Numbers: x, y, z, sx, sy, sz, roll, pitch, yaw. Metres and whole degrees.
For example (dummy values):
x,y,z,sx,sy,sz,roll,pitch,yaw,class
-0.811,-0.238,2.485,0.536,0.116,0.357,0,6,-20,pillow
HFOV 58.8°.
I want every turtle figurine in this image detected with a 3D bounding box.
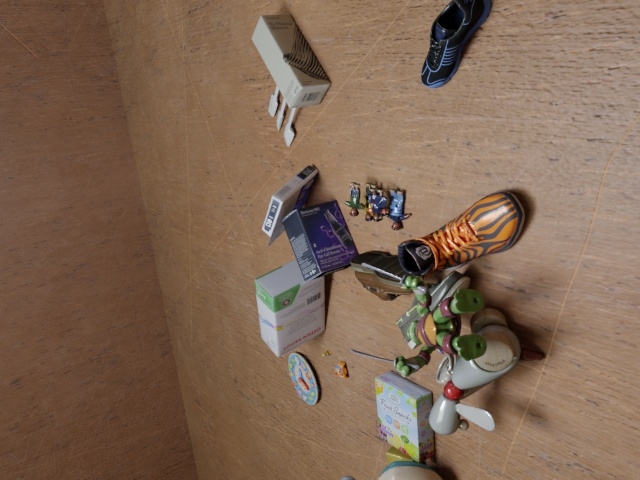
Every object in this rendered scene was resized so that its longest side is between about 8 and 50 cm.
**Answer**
x,y,z,sx,sy,sz,roll,pitch,yaw,class
0.205,0.180,1.200,0.275,0.197,0.266,38,156,-12,turtle figurine

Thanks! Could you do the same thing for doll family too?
x,y,z,sx,sy,sz,roll,pitch,yaw,class
0.152,-0.089,1.519,0.193,0.076,0.111,22,117,47,doll family

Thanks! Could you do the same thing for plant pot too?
x,y,z,sx,sy,sz,roll,pitch,yaw,class
0.256,0.656,1.692,0.083,0.081,0.081,-3,102,42,plant pot

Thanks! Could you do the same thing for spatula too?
x,y,z,sx,sy,sz,roll,pitch,yaw,class
-0.111,-0.426,1.791,0.168,0.019,0.242,67,155,21,spatula

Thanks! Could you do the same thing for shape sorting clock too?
x,y,z,sx,sy,sz,roll,pitch,yaw,class
-0.069,0.525,2.154,0.206,0.040,0.206,29,127,48,shape sorting clock

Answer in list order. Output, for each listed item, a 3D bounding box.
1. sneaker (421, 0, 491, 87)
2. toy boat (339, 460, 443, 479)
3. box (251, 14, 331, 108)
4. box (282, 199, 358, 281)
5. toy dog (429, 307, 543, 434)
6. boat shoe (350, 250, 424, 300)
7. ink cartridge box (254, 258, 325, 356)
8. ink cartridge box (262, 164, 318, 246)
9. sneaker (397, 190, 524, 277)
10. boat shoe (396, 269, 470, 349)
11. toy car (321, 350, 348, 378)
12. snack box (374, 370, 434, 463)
x,y,z,sx,sy,sz,roll,pitch,yaw,class
0.259,-0.416,1.192,0.081,0.090,0.232,57,144,24,sneaker
0.195,0.710,1.608,0.148,0.318,0.267,-93,-22,-52,toy boat
-0.087,-0.522,1.650,0.275,0.113,0.094,61,145,16,box
0.000,0.000,1.711,0.108,0.153,0.207,-34,76,56,box
0.379,0.313,1.287,0.161,0.220,0.333,21,137,5,toy dog
0.190,0.103,1.516,0.104,0.111,0.307,69,165,-16,boat shoe
-0.096,0.217,1.869,0.117,0.201,0.278,39,144,39,ink cartridge box
-0.101,-0.108,1.772,0.045,0.206,0.208,33,136,10,ink cartridge box
0.292,0.010,1.250,0.124,0.180,0.321,63,146,15,sneaker
0.271,0.164,1.418,0.091,0.109,0.305,51,145,23,boat shoe
0.045,0.430,1.940,0.122,0.041,0.060,25,124,49,toy car
0.243,0.509,1.650,0.174,0.070,0.207,15,115,53,snack box
